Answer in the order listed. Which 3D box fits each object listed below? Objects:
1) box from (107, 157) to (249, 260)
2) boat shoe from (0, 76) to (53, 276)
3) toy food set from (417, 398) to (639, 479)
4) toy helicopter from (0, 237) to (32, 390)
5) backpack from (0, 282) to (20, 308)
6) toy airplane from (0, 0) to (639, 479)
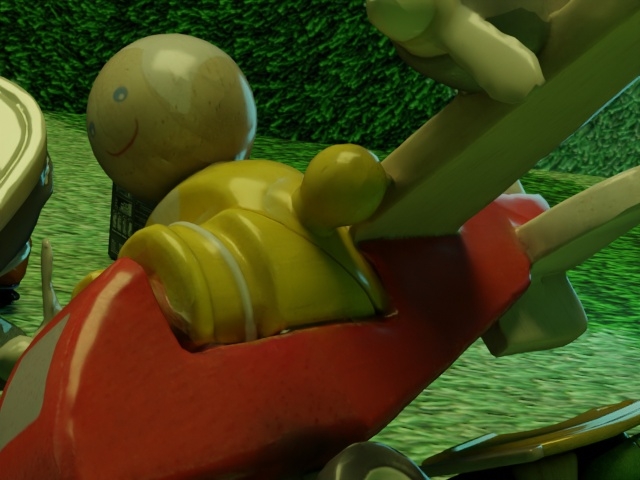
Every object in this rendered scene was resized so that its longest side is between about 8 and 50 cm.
[{"bbox_3d":[-0.145,-0.050,1.443,0.059,0.184,0.232,-1,11,-28],"label":"box"},{"bbox_3d":[-0.233,0.057,0.655,0.116,0.099,0.319,30,59,11],"label":"boat shoe"},{"bbox_3d":[0.131,0.147,0.854,0.128,0.071,0.218,-17,-6,34],"label":"toy food set"},{"bbox_3d":[-0.367,0.040,0.937,0.355,0.140,0.235,14,-15,-14],"label":"toy helicopter"},{"bbox_3d":[-0.359,-0.007,1.291,0.173,0.117,0.158,-1,11,-16],"label":"backpack"},{"bbox_3d":[0.000,0.000,0.738,0.386,0.272,0.384,-39,-2,-5],"label":"toy airplane"}]
